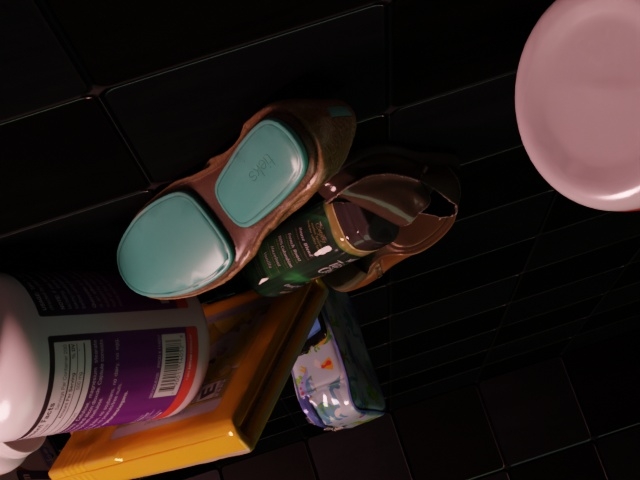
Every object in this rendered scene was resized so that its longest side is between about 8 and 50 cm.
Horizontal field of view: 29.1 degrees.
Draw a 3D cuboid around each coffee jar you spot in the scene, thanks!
[{"bbox_3d":[0.000,0.000,1.457,0.184,0.079,0.096,-28,167,29],"label":"coffee jar"}]

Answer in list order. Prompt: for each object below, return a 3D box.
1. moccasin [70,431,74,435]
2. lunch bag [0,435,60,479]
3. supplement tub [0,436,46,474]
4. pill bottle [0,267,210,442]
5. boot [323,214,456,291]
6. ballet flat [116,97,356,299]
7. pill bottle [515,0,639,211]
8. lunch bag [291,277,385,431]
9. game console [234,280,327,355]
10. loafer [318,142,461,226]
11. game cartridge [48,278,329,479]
[{"bbox_3d":[-0.255,0.263,1.934,0.139,0.147,0.380,-25,163,23],"label":"moccasin"},{"bbox_3d":[-0.531,0.443,1.835,0.385,0.328,0.239,-15,149,-36],"label":"lunch bag"},{"bbox_3d":[-0.487,0.265,1.685,0.199,0.144,0.144,-26,163,24],"label":"supplement tub"},{"bbox_3d":[-0.291,0.122,1.356,0.323,0.181,0.181,0,156,-47],"label":"pill bottle"},{"bbox_3d":[0.093,0.001,1.611,0.197,0.073,0.152,-28,173,10],"label":"boot"},{"bbox_3d":[-0.076,-0.044,1.221,0.124,0.116,0.342,-30,173,-45],"label":"ballet flat"},{"bbox_3d":[0.374,-0.136,1.178,0.363,0.210,0.210,-3,158,-42],"label":"pill bottle"},{"bbox_3d":[0.014,0.160,1.757,0.090,0.219,0.176,-22,164,16],"label":"lunch bag"},{"bbox_3d":[-0.054,0.093,1.631,0.107,0.122,0.071,-18,163,1],"label":"game console"},{"bbox_3d":[0.087,-0.057,1.364,0.220,0.078,0.080,-4,159,-41],"label":"loafer"},{"bbox_3d":[-0.166,0.176,1.551,0.323,0.053,0.285,-18,-151,34],"label":"game cartridge"}]
